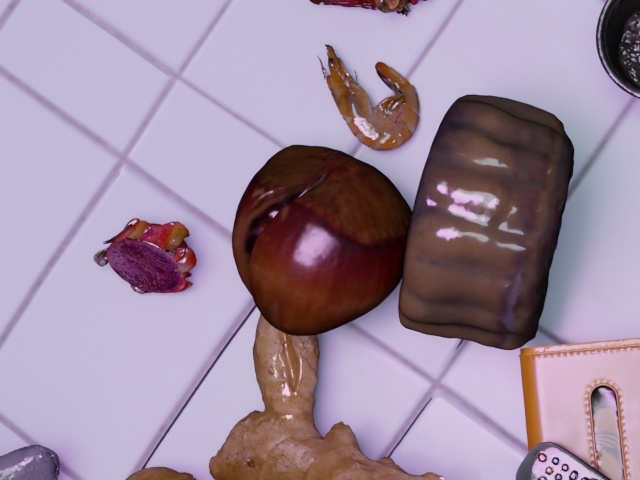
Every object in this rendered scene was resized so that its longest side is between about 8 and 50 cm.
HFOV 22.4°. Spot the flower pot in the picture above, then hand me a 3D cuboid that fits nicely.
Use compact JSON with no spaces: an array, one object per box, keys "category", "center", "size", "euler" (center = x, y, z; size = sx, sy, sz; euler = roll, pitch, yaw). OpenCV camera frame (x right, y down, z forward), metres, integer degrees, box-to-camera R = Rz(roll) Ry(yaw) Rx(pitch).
[{"category":"flower pot","center":[0.406,-0.235,1.900],"size":[0.157,0.107,0.157],"euler":[0,88,13]}]

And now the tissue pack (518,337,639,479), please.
[{"category":"tissue pack","center":[0.334,0.251,1.859],"size":[0.194,0.145,0.274],"euler":[-7,83,14]}]

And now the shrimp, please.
[{"category":"shrimp","center":[0.062,-0.187,2.007],"size":[0.095,0.045,0.162],"euler":[-31,77,9]}]

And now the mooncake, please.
[{"category":"mooncake","center":[0.194,-0.020,1.840],"size":[0.161,0.290,0.290],"euler":[14,89,9]}]

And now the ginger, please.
[{"category":"ginger","center":[-0.057,0.292,1.923],"size":[0.363,0.122,0.348],"euler":[-45,53,-4]}]

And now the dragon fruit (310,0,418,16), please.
[{"category":"dragon fruit","center":[0.049,-0.332,2.023],"size":[0.192,0.122,0.092],"euler":[18,129,10]}]

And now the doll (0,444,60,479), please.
[{"category":"doll","center":[-0.476,0.358,2.054],"size":[0.340,0.158,0.245],"euler":[-26,111,-5]}]

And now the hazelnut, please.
[{"category":"hazelnut","center":[0.000,0.000,1.914],"size":[0.217,0.217,0.251],"euler":[-32,36,9]}]

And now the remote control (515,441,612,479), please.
[{"category":"remote control","center":[0.315,0.302,1.765],"size":[0.222,0.042,0.072],"euler":[34,93,15]}]

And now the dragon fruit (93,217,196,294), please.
[{"category":"dragon fruit","center":[-0.207,0.015,2.035],"size":[0.126,0.068,0.112],"euler":[-22,122,43]}]
